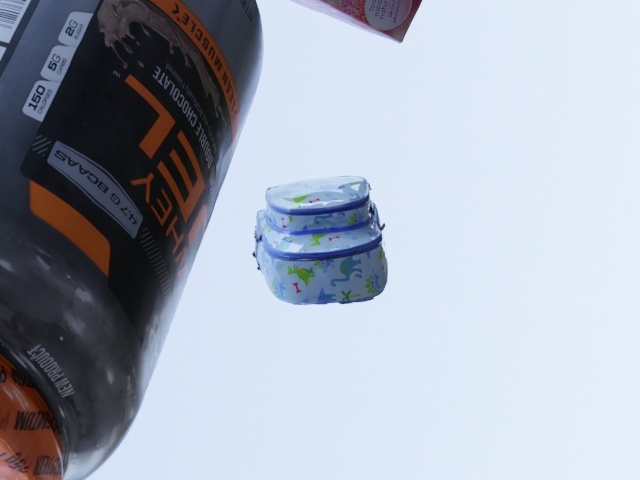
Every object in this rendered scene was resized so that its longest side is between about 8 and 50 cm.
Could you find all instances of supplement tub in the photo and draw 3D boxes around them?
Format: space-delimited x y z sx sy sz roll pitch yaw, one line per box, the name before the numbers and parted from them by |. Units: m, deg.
supplement tub | -0.161 -0.016 0.965 0.338 0.207 0.207 -73 -27 -43

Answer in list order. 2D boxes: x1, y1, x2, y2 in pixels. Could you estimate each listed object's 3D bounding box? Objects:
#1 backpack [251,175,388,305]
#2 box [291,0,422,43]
backpack | 0.000 0.000 1.535 0.114 0.105 0.084 -106 10 -66
box | -0.036 -0.218 1.170 0.128 0.257 0.122 23 -85 -35
